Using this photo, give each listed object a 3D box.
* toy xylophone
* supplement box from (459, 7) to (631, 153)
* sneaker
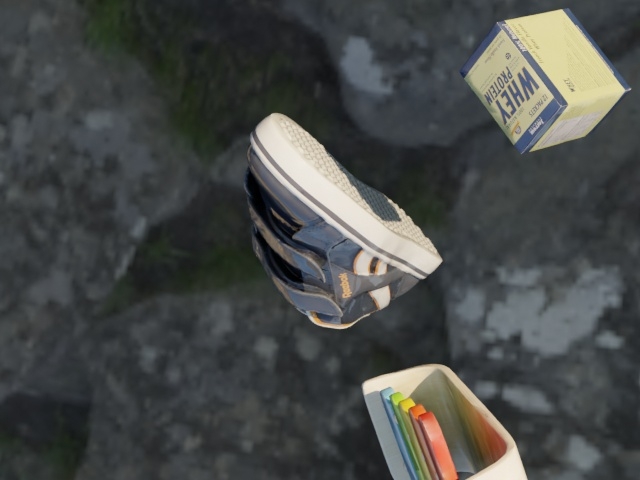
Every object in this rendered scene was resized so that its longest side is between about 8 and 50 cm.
[{"bbox_3d":[0.130,0.232,1.433,0.081,0.236,0.322,-21,-172,-6],"label":"toy xylophone"},{"bbox_3d":[0.165,-0.118,1.197,0.083,0.083,0.056,-17,154,-41],"label":"supplement box"},{"bbox_3d":[0.000,0.000,1.427,0.127,0.126,0.321,-40,151,7],"label":"sneaker"}]
